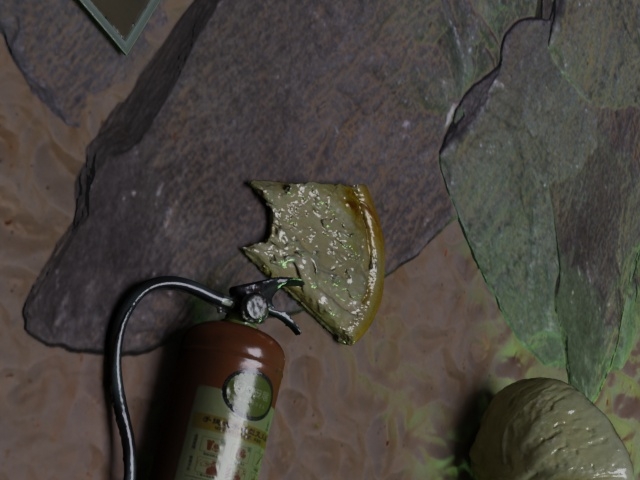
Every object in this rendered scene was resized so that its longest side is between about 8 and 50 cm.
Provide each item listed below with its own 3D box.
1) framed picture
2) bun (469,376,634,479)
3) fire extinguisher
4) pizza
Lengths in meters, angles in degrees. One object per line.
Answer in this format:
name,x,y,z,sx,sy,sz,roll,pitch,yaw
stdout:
framed picture,-0.219,-0.298,1.609,0.183,0.011,0.142,50,54,-37
bun,0.284,0.292,2.053,0.153,0.244,0.244,-13,100,-31
fire extinguisher,-0.128,0.188,1.631,0.200,0.113,0.376,32,66,-45
pizza,0.000,0.000,1.851,0.262,0.034,0.181,36,63,-44
